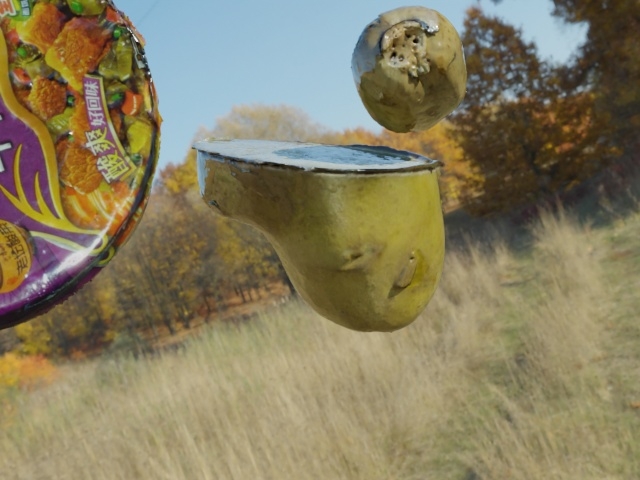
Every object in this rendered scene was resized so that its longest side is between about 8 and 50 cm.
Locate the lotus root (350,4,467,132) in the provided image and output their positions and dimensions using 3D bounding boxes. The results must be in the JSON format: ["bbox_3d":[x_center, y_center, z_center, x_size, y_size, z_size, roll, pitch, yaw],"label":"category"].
[{"bbox_3d":[0.132,-0.236,1.046,0.160,0.146,0.284,-14,-7,9],"label":"lotus root"}]

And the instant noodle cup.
[{"bbox_3d":[-0.229,-0.064,0.511,0.251,0.251,0.190,-21,0,-6],"label":"instant noodle cup"}]

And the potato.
[{"bbox_3d":[0.000,0.000,1.125,0.398,0.295,0.290,0,14,-8],"label":"potato"}]
